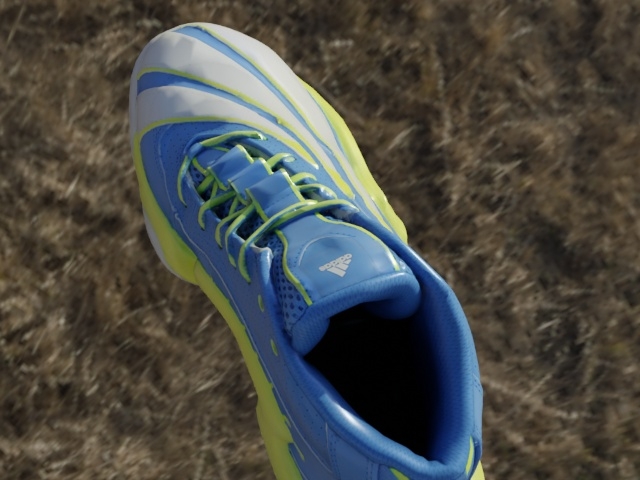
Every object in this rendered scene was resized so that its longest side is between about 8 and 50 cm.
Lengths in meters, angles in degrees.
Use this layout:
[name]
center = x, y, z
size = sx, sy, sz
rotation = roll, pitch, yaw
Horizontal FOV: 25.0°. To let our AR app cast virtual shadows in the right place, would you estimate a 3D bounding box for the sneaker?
[sneaker]
center = 0.000, 0.000, 0.510
size = 0.091, 0.126, 0.240
rotation = -23, 70, -16
